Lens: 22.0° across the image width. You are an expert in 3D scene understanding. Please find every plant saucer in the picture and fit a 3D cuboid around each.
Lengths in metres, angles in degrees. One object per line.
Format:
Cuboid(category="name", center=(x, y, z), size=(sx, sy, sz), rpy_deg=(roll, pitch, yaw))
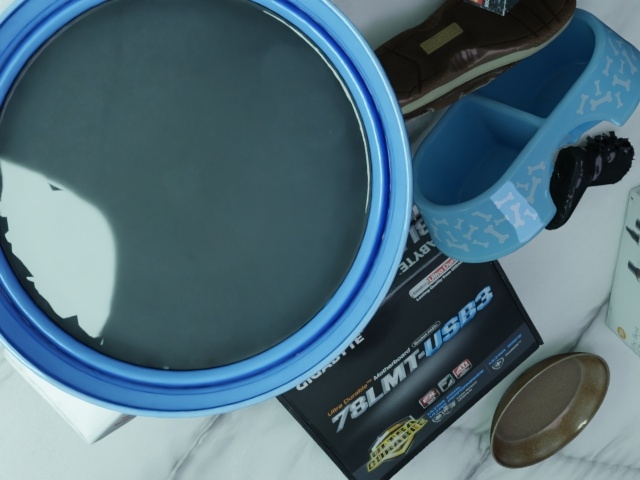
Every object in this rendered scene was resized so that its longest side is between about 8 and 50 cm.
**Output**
Cuboid(category="plant saucer", center=(0.298, 0.219, 2.197), size=(0.199, 0.036, 0.198), rpy_deg=(-22, 137, -22))

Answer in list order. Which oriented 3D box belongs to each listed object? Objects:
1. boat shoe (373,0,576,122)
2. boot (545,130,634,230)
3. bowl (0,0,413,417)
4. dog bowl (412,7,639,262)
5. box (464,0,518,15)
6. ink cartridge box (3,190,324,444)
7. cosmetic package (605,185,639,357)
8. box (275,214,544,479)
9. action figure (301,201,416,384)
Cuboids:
Cuboid(category="boat shoe", center=(0.140, -0.190, 1.658), size=(0.257, 0.095, 0.095), rpy_deg=(-26, 161, -20))
Cuboid(category="boot", center=(0.314, -0.070, 1.938), size=(0.099, 0.045, 0.121), rpy_deg=(-13, 132, -35))
Cuboid(category="bowl", center=(-0.120, -0.049, 1.373), size=(0.391, 0.391, 0.077), rpy_deg=(-45, -177, 3))
Cuboid(category="dog bowl", center=(0.205, -0.117, 1.695), size=(0.297, 0.166, 0.074), rpy_deg=(-51, 129, -8))
Cuboid(category="box", center=(0.214, -0.331, 1.532), size=(0.233, 0.044, 0.159), rpy_deg=(-45, 151, -43))
Cuboid(category="ink cartridge box", center=(-0.132, 0.043, 1.528), size=(0.289, 0.121, 0.211), rpy_deg=(-43, 177, 3))
Cuboid(category="cosmetic package", center=(0.427, 0.043, 2.095), size=(0.060, 0.099, 0.239), rpy_deg=(-20, 136, -22))
Cuboid(category="box", center=(0.096, 0.130, 1.918), size=(0.295, 0.073, 0.293), rpy_deg=(-40, 142, -4))
Cuboid(category="action figure", center=(0.000, 0.000, 1.697), size=(0.285, 0.099, 0.185), rpy_deg=(-56, 135, -7))
